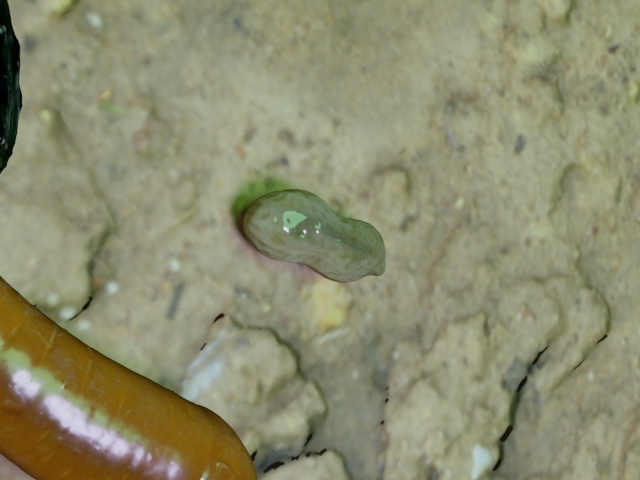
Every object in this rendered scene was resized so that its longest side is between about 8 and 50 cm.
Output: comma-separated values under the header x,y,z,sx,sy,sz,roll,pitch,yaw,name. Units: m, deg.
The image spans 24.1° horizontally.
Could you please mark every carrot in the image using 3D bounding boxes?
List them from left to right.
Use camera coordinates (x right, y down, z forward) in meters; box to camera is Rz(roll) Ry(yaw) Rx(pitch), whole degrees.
x,y,z,sx,sy,sz,roll,pitch,yaw,name
-0.122,0.041,0.580,0.271,0.062,0.066,41,91,-24,carrot

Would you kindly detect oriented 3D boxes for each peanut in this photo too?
x,y,z,sx,sy,sz,roll,pitch,yaw,name
0.000,0.000,0.704,0.083,0.037,0.037,28,66,-39,peanut

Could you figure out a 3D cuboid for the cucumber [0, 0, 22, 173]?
x,y,z,sx,sy,sz,roll,pitch,yaw,name
-0.178,-0.164,0.553,0.081,0.072,0.303,-37,108,-52,cucumber
